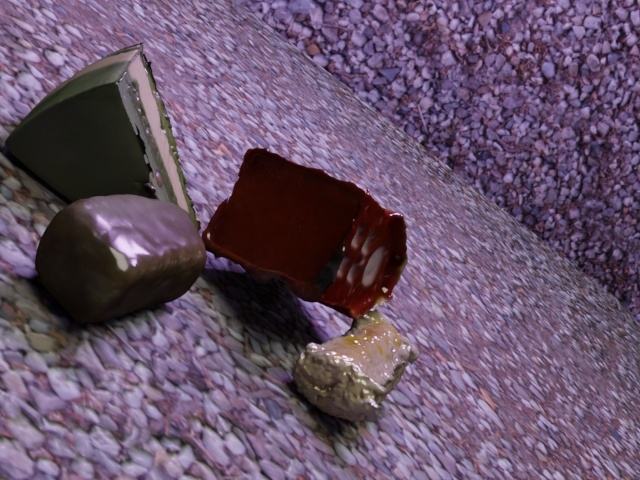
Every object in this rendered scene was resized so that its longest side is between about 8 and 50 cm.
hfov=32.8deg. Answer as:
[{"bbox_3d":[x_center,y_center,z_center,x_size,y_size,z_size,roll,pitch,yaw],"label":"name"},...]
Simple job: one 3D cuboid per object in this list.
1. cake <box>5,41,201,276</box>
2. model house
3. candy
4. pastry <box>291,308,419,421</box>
[{"bbox_3d":[-0.258,-0.070,1.330,0.158,0.172,0.283,-81,156,-63],"label":"cake"},{"bbox_3d":[0.000,0.000,1.445,0.196,0.160,0.254,23,-1,26],"label":"model house"},{"bbox_3d":[-0.205,0.017,1.152,0.104,0.102,0.234,46,19,10],"label":"candy"},{"bbox_3d":[0.048,0.158,1.397,0.121,0.089,0.258,43,16,5],"label":"pastry"}]
